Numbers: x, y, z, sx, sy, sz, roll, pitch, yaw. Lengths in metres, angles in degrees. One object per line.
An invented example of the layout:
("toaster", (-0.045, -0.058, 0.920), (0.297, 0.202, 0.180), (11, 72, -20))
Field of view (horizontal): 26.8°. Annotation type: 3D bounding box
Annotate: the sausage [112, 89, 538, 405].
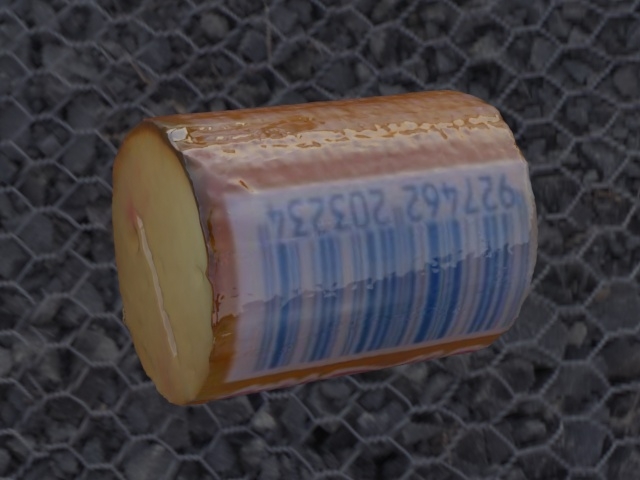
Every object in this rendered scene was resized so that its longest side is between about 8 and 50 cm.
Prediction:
("sausage", (0.000, 0.000, 1.101), (0.287, 0.233, 0.233), (-10, 67, -26))
